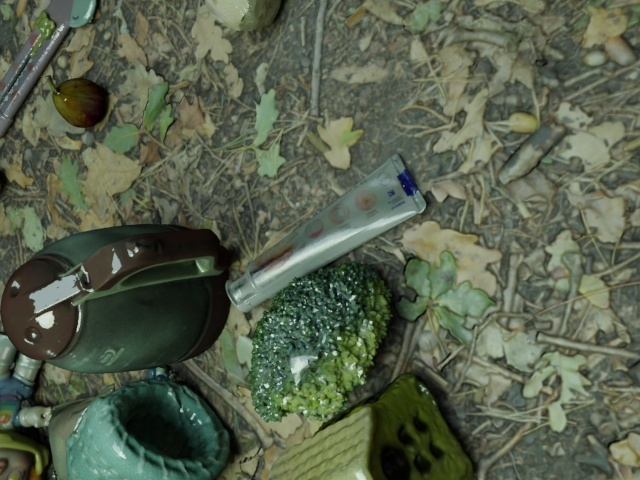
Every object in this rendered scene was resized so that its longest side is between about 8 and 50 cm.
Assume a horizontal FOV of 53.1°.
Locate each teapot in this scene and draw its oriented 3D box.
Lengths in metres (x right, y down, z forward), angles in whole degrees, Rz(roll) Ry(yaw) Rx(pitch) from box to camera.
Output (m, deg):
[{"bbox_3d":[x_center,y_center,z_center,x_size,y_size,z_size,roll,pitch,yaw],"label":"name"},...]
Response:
[{"bbox_3d":[-0.282,0.071,0.940,0.315,0.312,0.233,-31,78,23],"label":"teapot"}]

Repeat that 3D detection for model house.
[{"bbox_3d":[0.052,0.308,0.799,0.193,0.234,0.174,-36,84,29],"label":"model house"}]

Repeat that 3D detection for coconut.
[{"bbox_3d":[-0.128,-0.381,0.980,0.124,0.110,0.110,28,102,20],"label":"coconut"}]

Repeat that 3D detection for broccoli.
[{"bbox_3d":[0.000,0.135,0.880,0.198,0.226,0.176,2,109,50],"label":"broccoli"}]

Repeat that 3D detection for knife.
[{"bbox_3d":[-0.564,-0.346,1.240,0.398,0.038,0.132,-48,67,19],"label":"knife"}]

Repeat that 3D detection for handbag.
[{"bbox_3d":[-0.396,0.392,1.105,0.183,0.117,0.270,-16,81,34],"label":"handbag"}]

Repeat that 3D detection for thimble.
[{"bbox_3d":[-0.268,0.320,0.980,0.143,0.235,0.198,-51,28,18],"label":"thimble"}]

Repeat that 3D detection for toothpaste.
[{"bbox_3d":[0.000,0.000,0.939,0.323,0.066,0.100,-34,60,18],"label":"toothpaste"}]

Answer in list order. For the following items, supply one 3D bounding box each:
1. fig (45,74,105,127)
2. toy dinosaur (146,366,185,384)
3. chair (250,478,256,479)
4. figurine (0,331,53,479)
[{"bbox_3d":[-0.441,-0.249,1.128,0.089,0.125,0.088,-2,84,24],"label":"fig"},{"bbox_3d":[-0.271,0.231,1.086,0.083,0.030,0.047,21,97,25],"label":"toy dinosaur"},{"bbox_3d":[-0.050,0.494,0.909,0.272,0.166,0.188,39,111,-23],"label":"chair"},{"bbox_3d":[-0.597,0.364,1.200,0.205,0.224,0.381,7,67,48],"label":"figurine"}]
